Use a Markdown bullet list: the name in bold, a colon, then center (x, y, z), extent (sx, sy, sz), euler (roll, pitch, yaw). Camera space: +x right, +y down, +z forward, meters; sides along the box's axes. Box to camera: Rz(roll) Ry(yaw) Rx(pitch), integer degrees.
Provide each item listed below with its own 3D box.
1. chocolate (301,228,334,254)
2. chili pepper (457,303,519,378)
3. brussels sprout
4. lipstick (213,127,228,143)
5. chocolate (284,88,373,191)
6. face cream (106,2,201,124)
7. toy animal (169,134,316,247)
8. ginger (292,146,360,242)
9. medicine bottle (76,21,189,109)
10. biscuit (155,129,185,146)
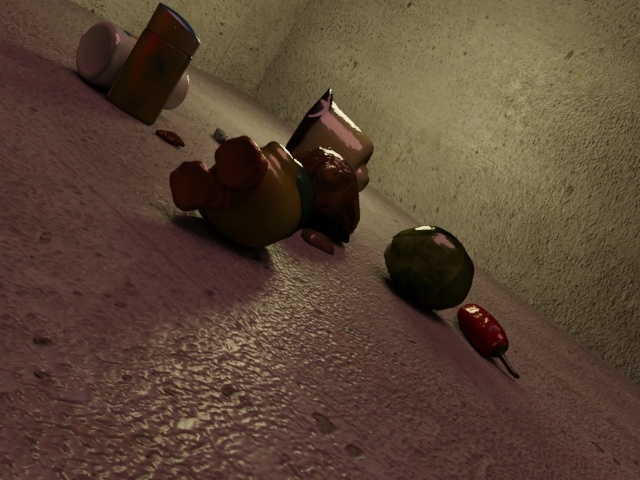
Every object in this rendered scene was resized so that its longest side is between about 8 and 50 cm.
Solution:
- **chocolate**: center (0.000, 0.000, 1.664), extent (0.100, 0.031, 0.064), euler (29, 17, -29)
- **chili pepper**: center (0.446, 0.239, 1.792), extent (0.137, 0.092, 0.368), euler (43, 12, -15)
- **brussels sprout**: center (0.284, 0.066, 1.782), extent (0.219, 0.210, 0.271), euler (32, -5, -35)
- **lipstick**: center (-0.319, -0.333, 2.136), extent (0.030, 0.030, 0.129), euler (28, 13, -31)
- **chocolate**: center (0.036, -0.281, 2.215), extent (0.297, 0.314, 0.326), euler (32, 48, -4)
- **face cream**: center (-0.426, -0.455, 1.693), extent (0.139, 0.285, 0.067), euler (30, 12, -17)
- **toy animal**: center (-0.122, -0.080, 1.278), extent (0.191, 0.216, 0.338), euler (64, 15, 10)
- **ginger**: center (0.012, -0.140, 1.817), extent (0.269, 0.223, 0.200), euler (18, 11, -41)
- **medicine bottle**: center (-0.516, -0.476, 1.825), extent (0.170, 0.170, 0.292), euler (41, 15, 32)
- **biscuit**: center (-0.394, -0.271, 1.715), extent (0.082, 0.016, 0.092), euler (25, 13, -18)
